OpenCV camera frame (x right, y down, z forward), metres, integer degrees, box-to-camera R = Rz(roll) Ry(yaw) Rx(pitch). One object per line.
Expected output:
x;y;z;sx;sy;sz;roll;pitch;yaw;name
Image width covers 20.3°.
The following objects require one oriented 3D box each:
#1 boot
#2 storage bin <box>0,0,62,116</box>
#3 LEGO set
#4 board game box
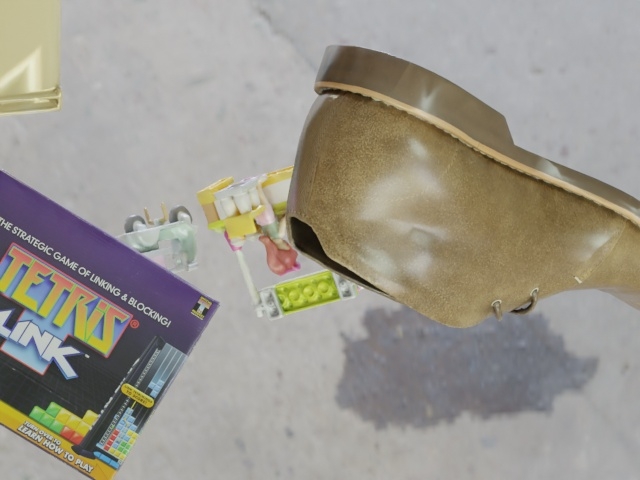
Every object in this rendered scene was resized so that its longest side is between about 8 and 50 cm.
0.101;0.002;0.998;0.112;0.305;0.115;11;80;54;boot
-0.268;-0.195;0.940;0.260;0.262;0.123;-7;37;-19;storage bin
0.000;0.000;1.207;0.287;0.107;0.132;-11;11;44;LEGO set
-0.173;0.056;1.160;0.170;0.048;0.141;31;84;-5;board game box
